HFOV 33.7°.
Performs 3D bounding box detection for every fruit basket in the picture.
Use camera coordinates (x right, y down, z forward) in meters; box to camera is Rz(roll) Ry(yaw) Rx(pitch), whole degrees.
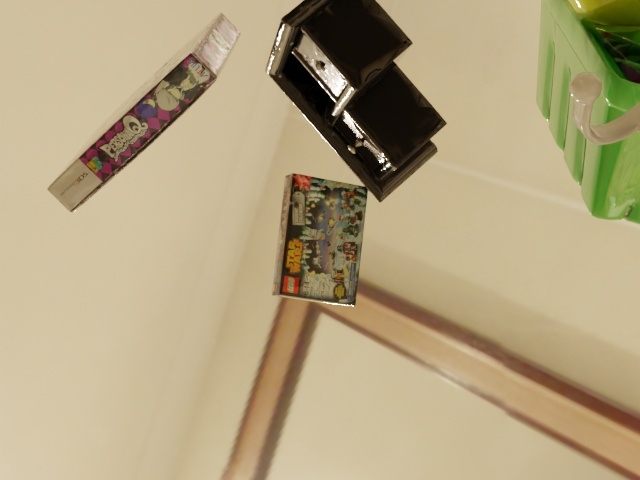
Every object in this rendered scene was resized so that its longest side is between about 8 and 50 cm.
[{"bbox_3d":[0.358,-0.236,1.080,0.283,0.392,0.392,8,-78,-7],"label":"fruit basket"}]

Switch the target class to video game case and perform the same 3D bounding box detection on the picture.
[{"bbox_3d":[-0.182,-0.145,1.138,0.210,0.232,0.042,-40,-75,17],"label":"video game case"}]

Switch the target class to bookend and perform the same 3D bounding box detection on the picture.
[{"bbox_3d":[0.037,-0.121,0.862,0.072,0.156,0.157,-42,-88,-9],"label":"bookend"}]

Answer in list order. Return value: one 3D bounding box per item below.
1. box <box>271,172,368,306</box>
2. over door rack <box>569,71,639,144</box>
[{"bbox_3d":[0.000,0.000,1.174,0.094,0.027,0.137,9,-97,-22],"label":"box"},{"bbox_3d":[0.315,-0.086,0.526,0.324,0.239,0.108,-31,-40,9],"label":"over door rack"}]
